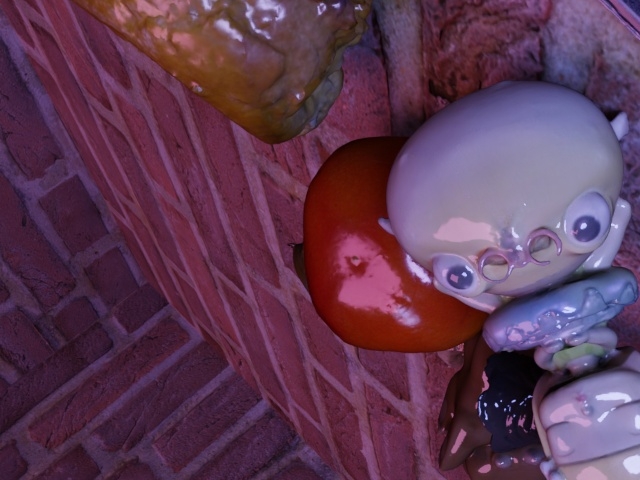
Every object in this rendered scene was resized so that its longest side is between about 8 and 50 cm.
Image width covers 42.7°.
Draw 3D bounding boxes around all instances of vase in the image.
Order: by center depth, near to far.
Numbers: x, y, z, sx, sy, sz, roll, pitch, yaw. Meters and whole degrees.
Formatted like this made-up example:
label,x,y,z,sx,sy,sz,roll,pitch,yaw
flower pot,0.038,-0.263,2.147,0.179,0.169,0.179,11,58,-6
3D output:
label,x,y,z,sx,sy,sz,roll,pitch,yaw
vase,0.288,0.161,0.809,0.237,0.115,0.115,-6,126,34

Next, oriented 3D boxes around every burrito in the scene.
label,x,y,z,sx,sy,sz,roll,pitch,yaw
burrito,0.190,0.135,1.188,0.055,0.041,0.149,53,166,38

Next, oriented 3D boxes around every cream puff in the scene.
label,x,y,z,sx,sy,sz,roll,pitch,yaw
cream puff,-0.080,-0.251,0.800,0.327,0.231,0.343,37,-177,42

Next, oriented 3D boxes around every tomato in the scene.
label,x,y,z,sx,sy,sz,roll,pitch,yaw
tomato,0.085,0.007,0.914,0.260,0.180,0.259,10,108,33

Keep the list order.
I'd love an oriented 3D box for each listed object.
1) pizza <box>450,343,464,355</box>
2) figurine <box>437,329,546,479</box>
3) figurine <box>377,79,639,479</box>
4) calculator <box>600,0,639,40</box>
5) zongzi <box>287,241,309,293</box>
label,x,y,z,sx,sy,sz,roll,pitch,yaw
pizza,0.213,0.130,1.118,0.078,0.025,0.083,36,114,11
figurine,0.249,0.203,1.011,0.173,0.247,0.177,14,-176,1
figurine,0.215,0.060,0.715,0.274,0.227,0.394,-3,-111,-64
calculator,0.236,-0.185,0.526,0.274,0.028,0.165,48,161,8
zongzi,0.000,0.000,1.298,0.256,0.115,0.228,47,160,45
